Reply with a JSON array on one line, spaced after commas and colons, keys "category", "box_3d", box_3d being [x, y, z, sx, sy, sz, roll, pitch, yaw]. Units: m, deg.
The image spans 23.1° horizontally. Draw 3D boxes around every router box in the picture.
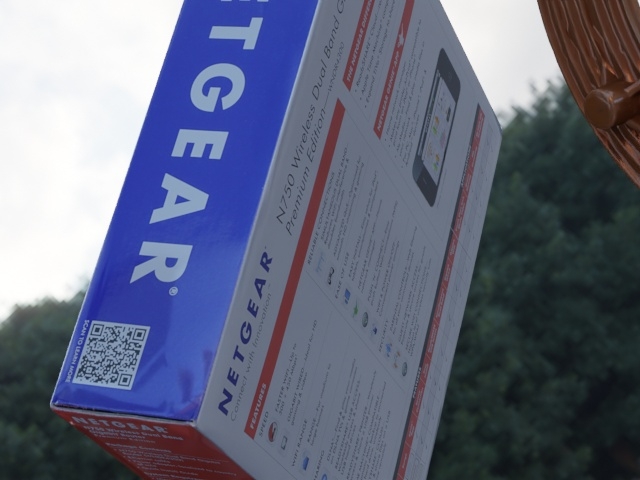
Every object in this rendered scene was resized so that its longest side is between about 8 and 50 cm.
[{"category": "router box", "box_3d": [0.000, 0.000, 0.895, 0.301, 0.082, 0.335, 53, -134, -55]}]

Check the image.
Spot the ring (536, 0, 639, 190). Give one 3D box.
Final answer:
[{"category": "ring", "box_3d": [0.210, -0.132, 0.677, 0.032, 0.336, 0.336, -22, -27, -36]}]
